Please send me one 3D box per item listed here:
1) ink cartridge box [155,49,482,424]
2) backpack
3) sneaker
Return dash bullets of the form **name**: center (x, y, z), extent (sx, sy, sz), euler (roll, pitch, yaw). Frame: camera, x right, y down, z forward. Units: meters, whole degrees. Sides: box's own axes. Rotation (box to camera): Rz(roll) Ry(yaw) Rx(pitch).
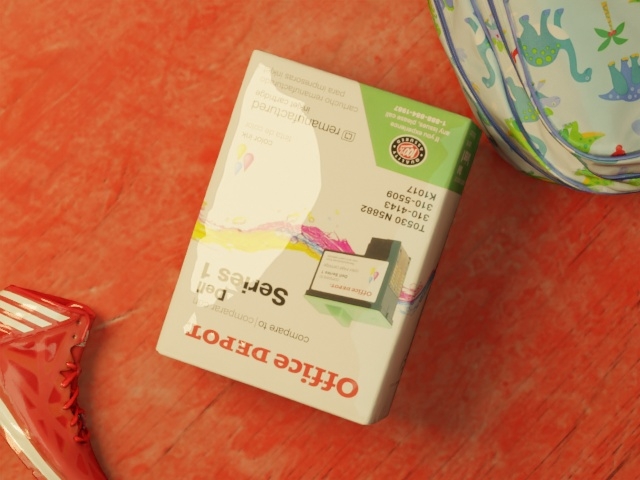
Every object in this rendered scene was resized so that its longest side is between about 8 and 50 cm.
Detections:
- **ink cartridge box**: center (0.000, 0.000, 1.511), extent (0.201, 0.117, 0.278), euler (19, 92, 9)
- **backpack**: center (0.230, -0.213, 1.520), extent (0.290, 0.273, 0.355), euler (-15, 111, -17)
- **sneaker**: center (-0.224, 0.133, 1.524), extent (0.128, 0.087, 0.221), euler (-41, 103, -4)
